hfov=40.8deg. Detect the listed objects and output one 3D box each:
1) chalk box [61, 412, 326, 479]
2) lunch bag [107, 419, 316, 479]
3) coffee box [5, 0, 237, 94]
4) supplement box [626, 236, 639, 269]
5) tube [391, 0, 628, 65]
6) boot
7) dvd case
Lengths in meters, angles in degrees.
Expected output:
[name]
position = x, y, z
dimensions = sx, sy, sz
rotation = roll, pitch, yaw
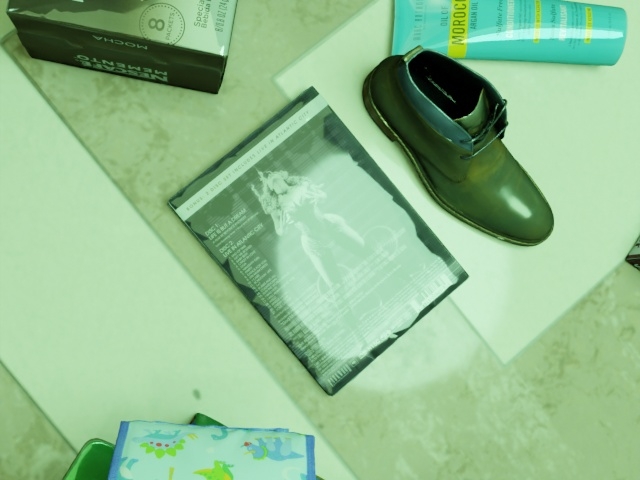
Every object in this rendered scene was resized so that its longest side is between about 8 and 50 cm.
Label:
[chalk box]
position = -0.068, 0.253, 0.649
dimensions = 0.289, 0.179, 0.180
rotation = 31, 83, -4
[lunch bag]
position = -0.068, 0.183, 0.517
dimensions = 0.129, 0.096, 0.151
rotation = 6, 57, -7
[coffee box]
position = -0.136, -0.289, 0.704
dimensions = 0.168, 0.119, 0.297
rotation = 11, 84, -9
[supplement box]
position = 0.420, 0.029, 0.787
dimensions = 0.239, 0.073, 0.130
rotation = 33, 82, -4
[tube]
position = 0.169, -0.194, 0.783
dimensions = 0.207, 0.052, 0.080
rotation = 4, 76, -2
[boot]
position = 0.128, -0.076, 0.734
dimensions = 0.219, 0.106, 0.082
rotation = 42, 82, -3
[dvd case]
position = 0.000, 0.000, 0.755
dimensions = 0.164, 0.018, 0.221
rotation = -40, 93, -8
